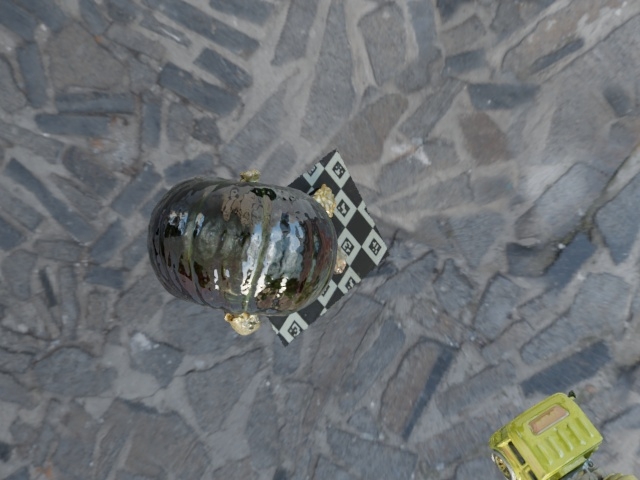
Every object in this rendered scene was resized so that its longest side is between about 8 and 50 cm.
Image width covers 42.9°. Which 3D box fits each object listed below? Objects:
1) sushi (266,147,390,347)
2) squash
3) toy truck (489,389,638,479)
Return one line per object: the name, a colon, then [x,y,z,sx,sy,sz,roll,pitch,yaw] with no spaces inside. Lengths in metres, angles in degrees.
sushi: [0.000,0.000,1.172,0.043,0.279,0.192,-16,107,47]
squash: [-0.079,0.006,0.804,0.193,0.193,0.156,29,97,5]
toy truck: [0.336,0.321,1.010,0.124,0.157,0.272,-27,65,-14]
